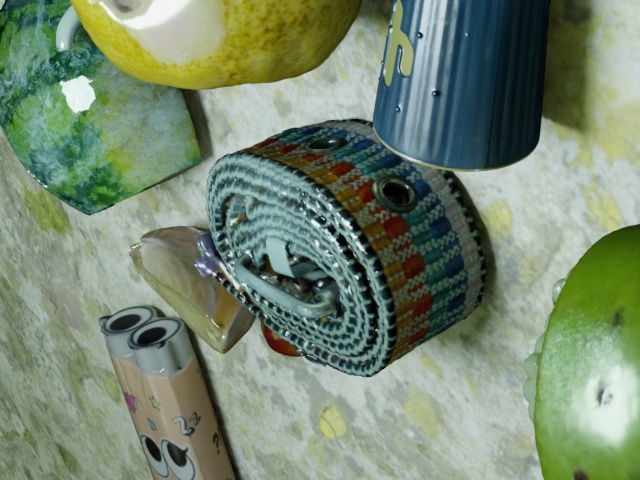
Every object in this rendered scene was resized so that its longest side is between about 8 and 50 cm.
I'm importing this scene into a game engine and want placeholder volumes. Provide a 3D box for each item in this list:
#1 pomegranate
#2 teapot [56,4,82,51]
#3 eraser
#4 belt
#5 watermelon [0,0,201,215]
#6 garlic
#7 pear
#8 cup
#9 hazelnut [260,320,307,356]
[{"bbox_3d":[0.257,0.067,0.806,0.260,0.260,0.341,7,96,53],"label":"pomegranate"},{"bbox_3d":[-0.264,-0.355,1.309,0.193,0.129,0.294,10,122,51],"label":"teapot"},{"bbox_3d":[-0.204,0.239,1.746,0.171,0.087,0.291,16,128,48],"label":"eraser"},{"bbox_3d":[0.000,0.000,1.184,0.295,0.160,0.207,32,139,38],"label":"belt"},{"bbox_3d":[-0.264,-0.194,1.445,0.224,0.180,0.305,-23,92,15],"label":"watermelon"},{"bbox_3d":[-0.133,0.040,1.466,0.195,0.101,0.087,43,149,28],"label":"garlic"},{"bbox_3d":[-0.086,-0.253,1.023,0.271,0.271,0.271,35,141,35],"label":"pear"},{"bbox_3d":[0.103,-0.161,0.960,0.176,0.131,0.155,-116,24,-50],"label":"cup"},{"bbox_3d":[-0.026,0.085,1.378,0.086,0.086,0.086,35,141,35],"label":"hazelnut"}]
